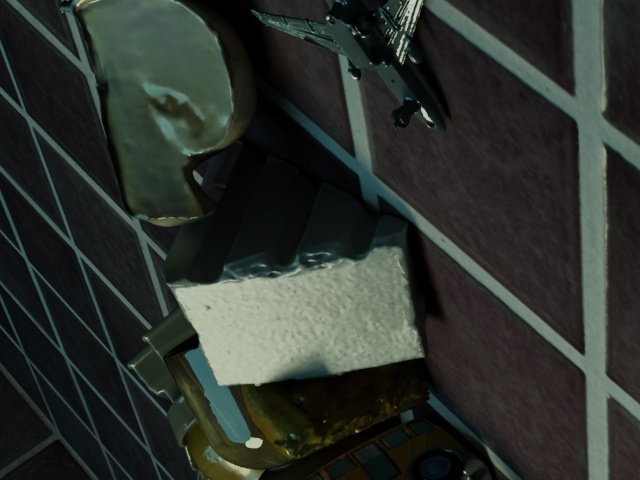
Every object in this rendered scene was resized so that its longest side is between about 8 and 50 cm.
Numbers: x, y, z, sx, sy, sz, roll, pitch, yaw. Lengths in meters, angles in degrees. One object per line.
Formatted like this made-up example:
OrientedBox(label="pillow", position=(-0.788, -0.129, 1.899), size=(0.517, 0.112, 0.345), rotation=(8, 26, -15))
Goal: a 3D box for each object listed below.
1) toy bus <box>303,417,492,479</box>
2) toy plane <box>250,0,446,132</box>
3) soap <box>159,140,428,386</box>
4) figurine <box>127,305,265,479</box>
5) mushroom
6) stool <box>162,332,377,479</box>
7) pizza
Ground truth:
OrientedBox(label="toy bus", position=(0.068, 0.277, 1.881), size=(0.136, 0.209, 0.126), rotation=(49, 163, 52))
OrientedBox(label="toy plane", position=(0.033, -0.172, 1.423), size=(0.226, 0.058, 0.226), rotation=(-10, 114, 53))
OrientedBox(label="soap", position=(0.000, 0.000, 1.821), size=(0.302, 0.258, 0.159), rotation=(-74, -32, -54))
OrientedBox(label="figurine", position=(-0.103, 0.218, 2.260), size=(0.285, 0.167, 0.342), rotation=(52, 164, 17))
OrientedBox(label="mushroom", position=(-0.112, -0.142, 1.752), size=(0.162, 0.173, 0.236), rotation=(-15, 89, 29))
OrientedBox(label="stool", position=(-0.039, 0.201, 2.023), size=(0.264, 0.179, 0.179), rotation=(62, 161, -4))
OrientedBox(label="pizza", position=(0.017, 0.132, 1.842), size=(0.292, 0.197, 0.058), rotation=(-73, -8, -61))
